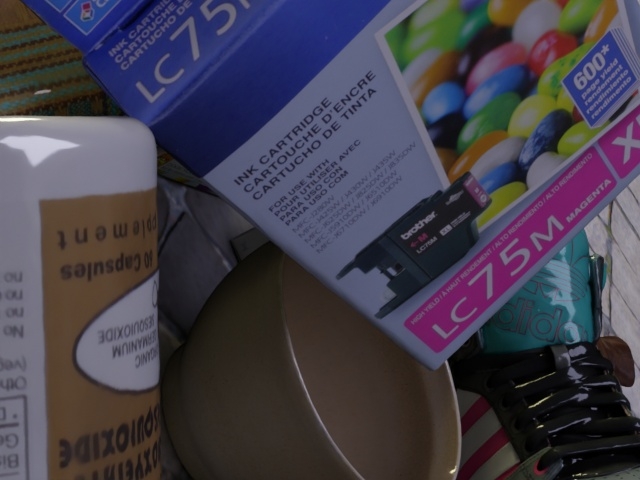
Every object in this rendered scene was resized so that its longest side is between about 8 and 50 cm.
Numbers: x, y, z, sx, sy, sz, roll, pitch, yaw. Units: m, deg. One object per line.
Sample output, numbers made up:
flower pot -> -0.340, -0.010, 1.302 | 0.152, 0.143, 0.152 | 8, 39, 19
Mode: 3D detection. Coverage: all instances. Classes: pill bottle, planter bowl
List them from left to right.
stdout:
pill bottle -> -0.117, 0.074, 0.431 | 0.131, 0.131, 0.229 | -11, 103, -62
planter bowl -> -0.014, 0.079, 0.697 | 0.162, 0.109, 0.162 | 42, 35, -38

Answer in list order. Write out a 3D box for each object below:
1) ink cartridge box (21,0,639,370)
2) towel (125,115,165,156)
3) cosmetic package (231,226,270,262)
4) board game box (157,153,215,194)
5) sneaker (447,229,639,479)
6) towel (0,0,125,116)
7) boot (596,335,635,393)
ink cartridge box -> 0.036, -0.074, 0.546 | 0.065, 0.186, 0.311 | 48, 4, 40
towel -> -0.098, -0.179, 0.684 | 0.049, 0.187, 0.282 | 23, 48, -59
cosmetic package -> 0.000, 0.000, 0.844 | 0.115, 0.060, 0.041 | -15, 81, -61
board game box -> 0.001, -0.153, 0.737 | 0.142, 0.275, 0.144 | 20, 51, -54
sneaker -> 0.133, 0.079, 0.756 | 0.124, 0.295, 0.178 | -2, 98, -22
towel -> -0.147, -0.167, 0.530 | 0.370, 0.040, 0.271 | -19, 81, -28
boot -> 0.281, 0.135, 1.260 | 0.114, 0.037, 0.106 | 23, 51, -59
